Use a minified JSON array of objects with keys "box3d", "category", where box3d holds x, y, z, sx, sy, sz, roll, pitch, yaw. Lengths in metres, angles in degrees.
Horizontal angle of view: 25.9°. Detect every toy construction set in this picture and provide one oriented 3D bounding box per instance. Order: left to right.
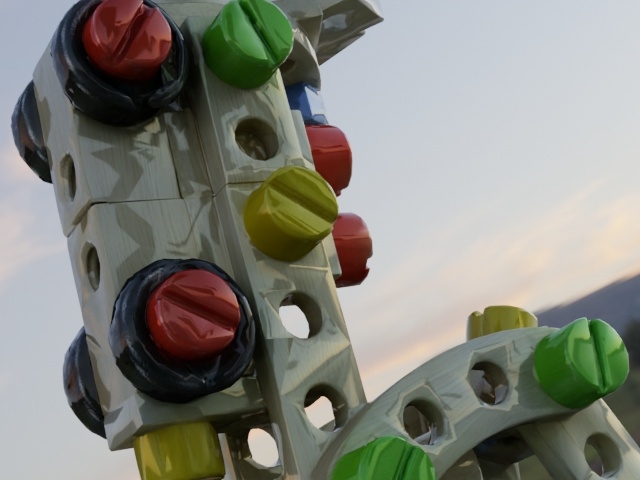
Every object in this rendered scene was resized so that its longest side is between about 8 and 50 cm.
[{"box3d":[0.000,0.000,0.540,0.215,0.328,0.151,-5,-35,-30],"category":"toy construction set"}]
